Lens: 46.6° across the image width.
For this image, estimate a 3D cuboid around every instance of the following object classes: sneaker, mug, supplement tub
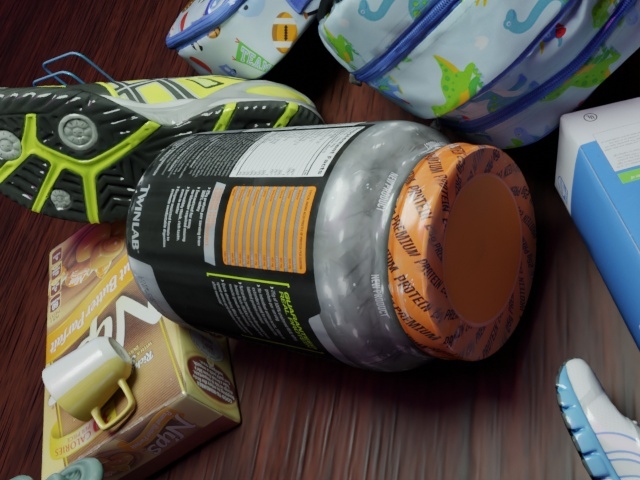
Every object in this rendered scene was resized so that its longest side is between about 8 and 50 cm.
[{"bbox_3d":[-0.187,-0.110,0.817,0.385,0.145,0.147,2,27,-7],"label":"sneaker"},{"bbox_3d":[-0.203,0.127,0.682,0.064,0.078,0.062,-40,11,-4],"label":"mug"},{"bbox_3d":[0.207,0.146,0.437,0.083,0.071,0.190,-30,53,12],"label":"sneaker"},{"bbox_3d":[0.000,0.000,0.619,0.316,0.194,0.193,6,65,42],"label":"supplement tub"}]

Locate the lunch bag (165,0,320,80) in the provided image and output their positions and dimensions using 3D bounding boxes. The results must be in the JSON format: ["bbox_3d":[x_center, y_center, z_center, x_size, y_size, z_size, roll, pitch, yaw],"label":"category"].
[{"bbox_3d":[-0.039,-0.321,0.889,0.303,0.115,0.243,-54,23,-15],"label":"lunch bag"}]

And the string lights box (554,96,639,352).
[{"bbox_3d":[0.250,0.018,0.442,0.134,0.076,0.259,-12,49,2],"label":"string lights box"}]

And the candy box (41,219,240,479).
[{"bbox_3d":[-0.203,0.093,0.804,0.183,0.087,0.316,-34,43,16],"label":"candy box"}]

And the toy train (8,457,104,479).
[{"bbox_3d":[-0.270,0.310,0.635,0.334,0.142,0.190,-23,25,27],"label":"toy train"}]

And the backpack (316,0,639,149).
[{"bbox_3d":[0.124,-0.223,0.605,0.290,0.273,0.355,-42,-1,17],"label":"backpack"}]

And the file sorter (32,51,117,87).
[{"bbox_3d":[-0.410,-0.199,1.184,0.118,0.104,0.170,-4,58,38],"label":"file sorter"}]
